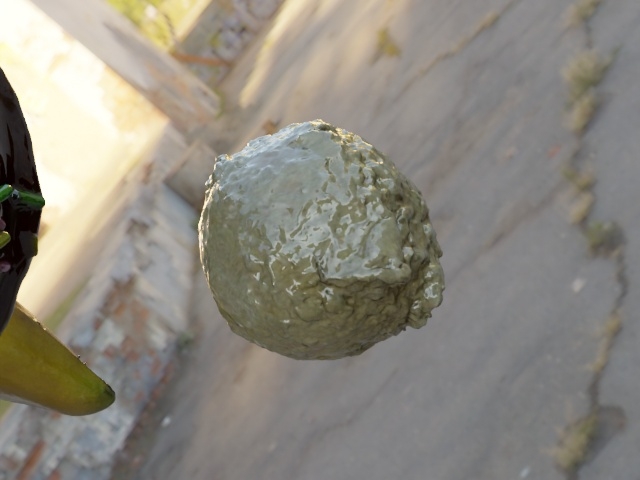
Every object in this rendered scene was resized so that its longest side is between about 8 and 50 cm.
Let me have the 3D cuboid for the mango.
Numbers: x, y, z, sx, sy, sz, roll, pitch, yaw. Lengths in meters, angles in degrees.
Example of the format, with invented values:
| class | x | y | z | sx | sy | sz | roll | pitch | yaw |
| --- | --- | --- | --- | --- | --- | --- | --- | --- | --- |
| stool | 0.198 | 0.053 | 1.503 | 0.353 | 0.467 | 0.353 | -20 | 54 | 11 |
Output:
| class | x | y | z | sx | sy | sz | roll | pitch | yaw |
| --- | --- | --- | --- | --- | --- | --- | --- | --- | --- |
| mango | -0.228 | 0.072 | 0.914 | 0.101 | 0.187 | 0.066 | -37 | 26 | 56 |

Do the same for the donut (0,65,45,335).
| class | x | y | z | sx | sy | sz | roll | pitch | yaw |
| --- | --- | --- | --- | --- | --- | --- | --- | --- | --- |
| donut | -0.226 | -0.014 | 0.497 | 0.235 | 0.235 | 0.089 | -49 | 6 | 2 |

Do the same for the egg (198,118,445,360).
| class | x | y | z | sx | sy | sz | roll | pitch | yaw |
| --- | --- | --- | --- | --- | --- | --- | --- | --- | --- |
| egg | 0.000 | 0.000 | 0.634 | 0.140 | 0.118 | 0.116 | -76 | -13 | -76 |
